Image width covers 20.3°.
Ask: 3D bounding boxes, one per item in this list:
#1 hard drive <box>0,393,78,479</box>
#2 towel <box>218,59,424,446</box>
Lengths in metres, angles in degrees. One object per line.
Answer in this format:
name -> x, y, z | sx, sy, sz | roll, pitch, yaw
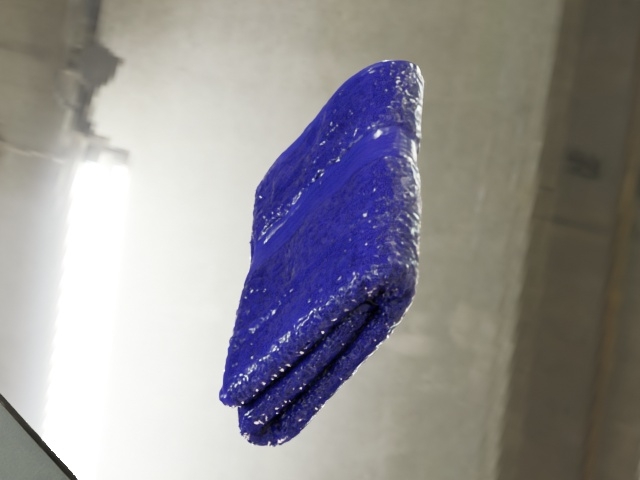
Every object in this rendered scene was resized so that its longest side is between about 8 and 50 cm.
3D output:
hard drive -> -0.235, 0.167, 1.141 | 0.135, 0.094, 0.022 | -45, -7, 3
towel -> 0.000, 0.000, 1.486 | 0.076, 0.308, 0.228 | 27, -56, -18
